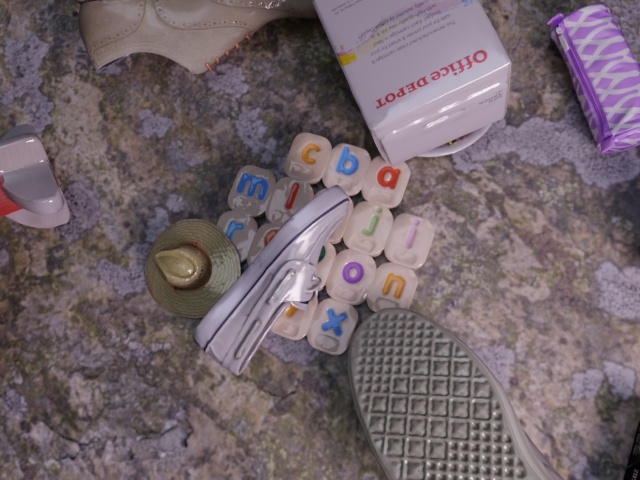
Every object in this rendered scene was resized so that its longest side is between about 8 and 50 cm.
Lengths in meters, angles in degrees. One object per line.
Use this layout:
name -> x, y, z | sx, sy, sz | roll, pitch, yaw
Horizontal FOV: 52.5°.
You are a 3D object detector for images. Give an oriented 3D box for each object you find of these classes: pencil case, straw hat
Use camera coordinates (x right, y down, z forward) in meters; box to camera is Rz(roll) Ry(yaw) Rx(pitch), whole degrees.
pencil case -> 0.374, -0.216, 0.860 | 0.088, 0.086, 0.206 | -6, 70, -31
straw hat -> -0.181, 0.033, 0.852 | 0.144, 0.061, 0.144 | -2, 81, 15

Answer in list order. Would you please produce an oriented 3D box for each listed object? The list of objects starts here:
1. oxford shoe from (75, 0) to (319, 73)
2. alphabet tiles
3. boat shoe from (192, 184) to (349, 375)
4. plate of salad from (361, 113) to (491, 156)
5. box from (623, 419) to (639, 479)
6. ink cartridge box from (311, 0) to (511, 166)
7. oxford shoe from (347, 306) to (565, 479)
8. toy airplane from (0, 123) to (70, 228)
oxford shoe -> -0.148, -0.319, 0.943 | 0.397, 0.140, 0.146 | -3, 106, 0
alphabet tiles -> 0.000, 0.000, 0.875 | 0.284, 0.021, 0.278 | 18, 80, 11
boat shoe -> -0.043, 0.052, 0.811 | 0.088, 0.096, 0.267 | 42, 86, 9
plate of salad -> 0.151, -0.213, 0.904 | 0.200, 0.048, 0.199 | -1, 74, 5
box -> 0.438, 0.301, 0.720 | 0.180, 0.077, 0.147 | 20, 79, 11
ink cartridge box -> 0.108, -0.243, 0.807 | 0.171, 0.168, 0.232 | -23, 76, 10
oxford shoe -> 0.185, 0.268, 0.735 | 0.169, 0.130, 0.449 | -40, 64, 0
toy airplane -> -0.518, -0.018, 0.827 | 0.384, 0.386, 0.272 | 21, 122, 3
